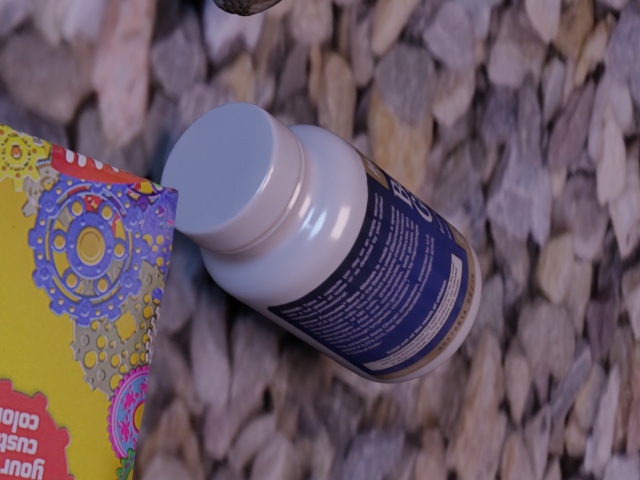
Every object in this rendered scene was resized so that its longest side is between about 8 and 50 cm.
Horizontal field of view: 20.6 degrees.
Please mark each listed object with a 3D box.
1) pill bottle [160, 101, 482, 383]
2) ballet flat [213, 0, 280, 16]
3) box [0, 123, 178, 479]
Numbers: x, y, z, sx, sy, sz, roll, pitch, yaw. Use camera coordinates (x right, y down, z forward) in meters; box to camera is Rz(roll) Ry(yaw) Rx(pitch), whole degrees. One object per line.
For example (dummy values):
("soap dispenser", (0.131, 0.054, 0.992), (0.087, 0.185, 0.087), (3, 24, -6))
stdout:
("pill bottle", (0.000, 0.000, 0.873), (0.169, 0.094, 0.094), (35, 64, -46))
("ballet flat", (-0.027, -0.228, 0.874), (0.084, 0.058, 0.249), (8, 77, -15))
("box", (-0.243, 0.035, 0.434), (0.290, 0.279, 0.177), (22, 75, -49))
